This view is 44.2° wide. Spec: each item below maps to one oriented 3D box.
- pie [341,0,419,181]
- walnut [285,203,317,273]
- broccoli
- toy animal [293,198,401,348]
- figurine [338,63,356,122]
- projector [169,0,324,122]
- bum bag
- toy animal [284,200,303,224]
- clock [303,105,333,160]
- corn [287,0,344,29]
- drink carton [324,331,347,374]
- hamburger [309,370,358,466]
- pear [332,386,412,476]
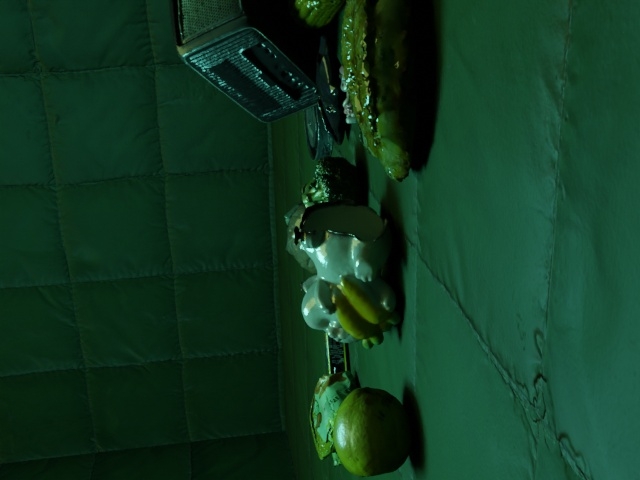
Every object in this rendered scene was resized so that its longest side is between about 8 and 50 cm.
[{"bbox_3d":[0.095,-0.269,1.245,0.288,0.103,0.355,-105,10,-78],"label":"pie"},{"bbox_3d":[0.002,-0.001,1.854,0.230,0.178,0.178,97,167,-78],"label":"walnut"},{"bbox_3d":[0.031,-0.104,1.699,0.146,0.138,0.162,-7,-102,-67],"label":"broccoli"},{"bbox_3d":[0.049,0.079,1.527,0.247,0.183,0.310,-97,2,-51],"label":"toy animal"},{"bbox_3d":[0.069,-0.305,1.601,0.072,0.054,0.129,-79,-18,-62],"label":"figurine"},{"bbox_3d":[-0.174,-0.547,1.925,0.395,0.242,0.405,33,-136,-57],"label":"projector"},{"bbox_3d":[0.028,-0.330,1.724,0.310,0.074,0.137,81,179,-70],"label":"bum bag"},{"bbox_3d":[-0.018,-0.016,2.262,0.108,0.138,0.236,28,161,34],"label":"toy animal"},{"bbox_3d":[-0.007,-0.326,2.110,0.226,0.049,0.226,176,90,-81],"label":"clock"},{"bbox_3d":[0.001,-0.538,1.701,0.363,0.120,0.120,-172,77,-78],"label":"corn"},{"bbox_3d":[0.041,0.272,2.087,0.071,0.056,0.166,86,179,-87],"label":"drink carton"},{"bbox_3d":[0.038,0.463,1.952,0.214,0.125,0.235,-89,14,-54],"label":"hamburger"},{"bbox_3d":[0.096,0.351,1.440,0.149,0.149,0.162,136,132,-79],"label":"pear"}]
